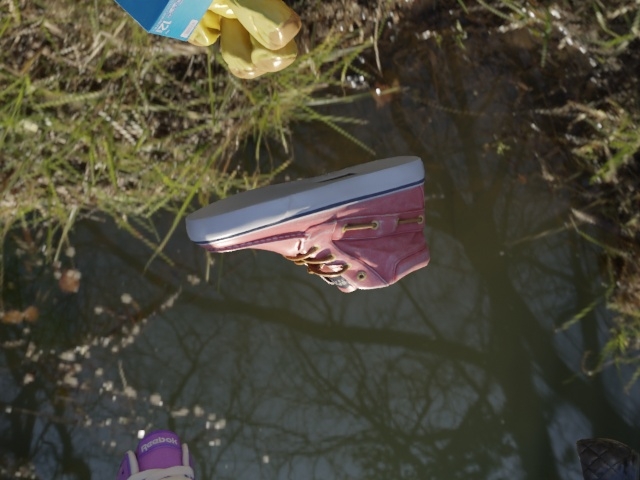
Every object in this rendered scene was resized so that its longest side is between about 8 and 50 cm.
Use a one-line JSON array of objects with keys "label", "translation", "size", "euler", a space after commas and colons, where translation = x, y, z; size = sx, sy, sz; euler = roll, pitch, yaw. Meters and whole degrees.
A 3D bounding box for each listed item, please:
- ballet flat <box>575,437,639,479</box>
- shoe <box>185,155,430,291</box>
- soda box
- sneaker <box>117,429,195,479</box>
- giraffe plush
[{"label": "ballet flat", "translation": [0.207, 0.237, 0.659], "size": [0.049, 0.173, 0.057], "euler": [8, 167, 27]}, {"label": "shoe", "translation": [0.000, 0.000, 0.580], "size": [0.178, 0.063, 0.081], "euler": [-16, 104, -29]}, {"label": "soda box", "translation": [-0.114, -0.300, 0.835], "size": [0.071, 0.067, 0.210], "euler": [44, 110, 15]}, {"label": "sneaker", "translation": [-0.136, 0.230, 0.723], "size": [0.102, 0.161, 0.282], "euler": [0, 156, -18]}, {"label": "giraffe plush", "translation": [-0.083, -0.319, 1.007], "size": [0.210, 0.170, 0.181], "euler": [44, 157, -24]}]
